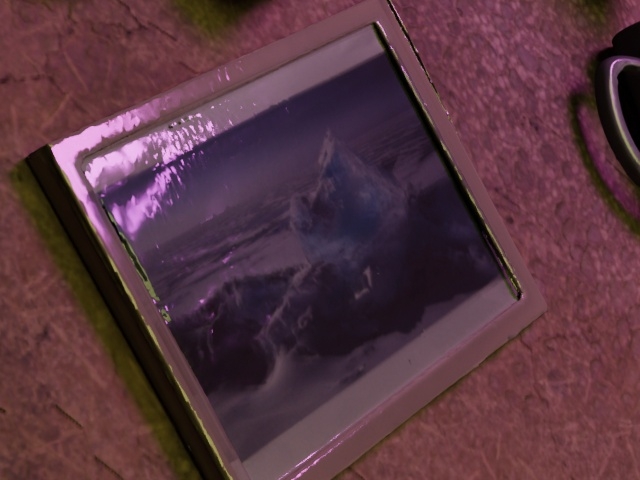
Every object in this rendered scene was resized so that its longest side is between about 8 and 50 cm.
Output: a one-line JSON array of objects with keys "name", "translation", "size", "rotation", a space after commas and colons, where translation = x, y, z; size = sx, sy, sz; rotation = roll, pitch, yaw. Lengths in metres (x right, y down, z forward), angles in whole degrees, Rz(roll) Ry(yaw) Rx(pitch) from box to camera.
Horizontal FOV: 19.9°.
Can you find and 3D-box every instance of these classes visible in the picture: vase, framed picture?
[{"name": "vase", "translation": [0.389, -0.098, 1.825], "size": [0.251, 0.156, 0.301], "rotation": [-9, 83, -31]}, {"name": "framed picture", "translation": [0.000, 0.000, 1.466], "size": [0.446, 0.028, 0.326], "rotation": [-32, 94, -48]}]
